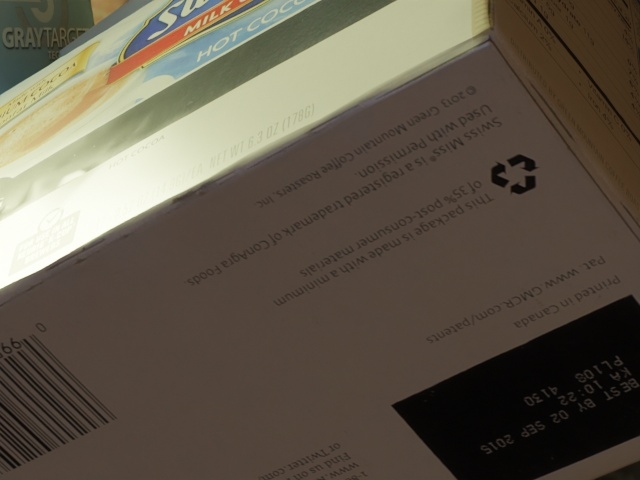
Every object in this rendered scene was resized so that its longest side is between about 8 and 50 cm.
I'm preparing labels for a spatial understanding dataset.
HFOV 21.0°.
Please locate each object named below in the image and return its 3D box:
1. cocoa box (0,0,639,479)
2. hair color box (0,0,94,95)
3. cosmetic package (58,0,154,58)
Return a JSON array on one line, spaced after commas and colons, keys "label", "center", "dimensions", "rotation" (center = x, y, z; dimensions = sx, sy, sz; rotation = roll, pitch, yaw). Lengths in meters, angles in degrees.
[{"label": "cocoa box", "center": [0.000, 0.000, 0.831], "dimensions": [0.347, 0.231, 0.228], "rotation": [-27, 30, 24]}, {"label": "hair color box", "center": [-0.231, -0.067, 1.040], "dimensions": [0.185, 0.113, 0.374], "rotation": [-8, 93, 28]}, {"label": "cosmetic package", "center": [-0.024, -0.138, 0.973], "dimensions": [0.239, 0.099, 0.060], "rotation": [-32, 72, 24]}]
